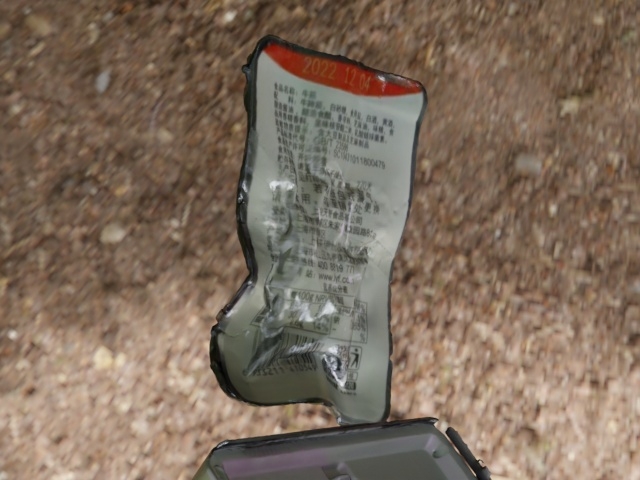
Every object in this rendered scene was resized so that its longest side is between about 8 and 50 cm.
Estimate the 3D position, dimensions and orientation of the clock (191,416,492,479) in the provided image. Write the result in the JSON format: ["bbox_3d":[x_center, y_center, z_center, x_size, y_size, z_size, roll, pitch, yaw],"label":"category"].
[{"bbox_3d":[0.028,0.175,0.864,0.147,0.192,0.071,53,123,29],"label":"clock"}]

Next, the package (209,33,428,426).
[{"bbox_3d":[0.000,0.000,1.003,0.040,0.166,0.232,-1,82,42],"label":"package"}]
